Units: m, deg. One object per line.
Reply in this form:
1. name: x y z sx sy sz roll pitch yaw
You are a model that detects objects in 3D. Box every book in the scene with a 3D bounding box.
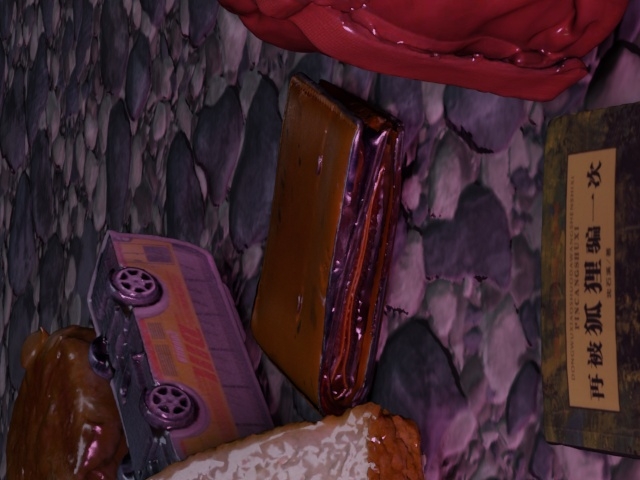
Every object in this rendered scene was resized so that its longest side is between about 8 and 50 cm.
1. book: 0.159 0.016 0.710 0.228 0.024 0.160 177 94 -67

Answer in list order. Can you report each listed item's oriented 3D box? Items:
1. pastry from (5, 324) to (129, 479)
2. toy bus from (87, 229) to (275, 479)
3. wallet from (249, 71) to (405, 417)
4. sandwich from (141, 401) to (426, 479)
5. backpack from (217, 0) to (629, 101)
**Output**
1. pastry: -0.210 0.188 1.463 0.229 0.100 0.218 -66 31 31
2. toy bus: -0.100 0.104 1.210 0.268 0.106 0.092 -114 36 -45
3. wallet: 0.003 0.000 1.072 0.161 0.042 0.195 -137 53 -68
4. sandwich: -0.021 0.239 0.952 0.226 0.087 0.251 -21 62 33
5. backpack: 0.048 -0.151 0.758 0.229 0.229 0.139 141 127 -60
